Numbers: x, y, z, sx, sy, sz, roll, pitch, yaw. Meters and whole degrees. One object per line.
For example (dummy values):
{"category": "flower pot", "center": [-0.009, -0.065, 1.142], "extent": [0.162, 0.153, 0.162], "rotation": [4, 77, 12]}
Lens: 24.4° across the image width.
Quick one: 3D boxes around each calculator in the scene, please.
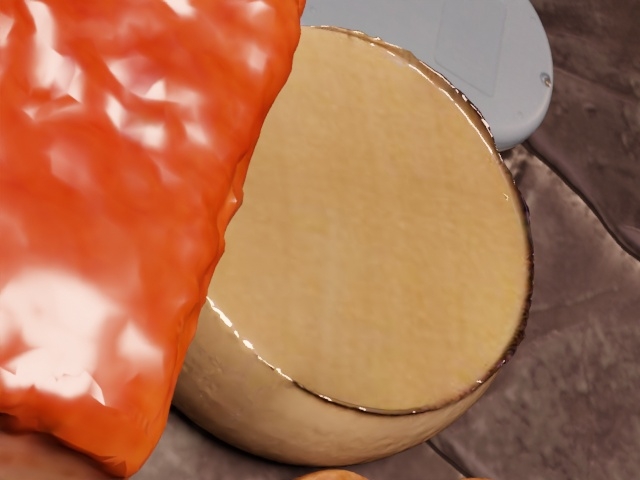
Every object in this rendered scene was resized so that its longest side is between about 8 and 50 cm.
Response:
{"category": "calculator", "center": [0.031, -0.164, 0.965], "extent": [0.303, 0.042, 0.188], "rotation": [28, 55, -24]}

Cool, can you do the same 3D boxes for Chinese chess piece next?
{"category": "Chinese chess piece", "center": [0.000, 0.000, 0.823], "extent": [0.250, 0.103, 0.249], "rotation": [15, 60, -27]}

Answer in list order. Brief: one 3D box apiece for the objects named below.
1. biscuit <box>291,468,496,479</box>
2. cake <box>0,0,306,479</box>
{"category": "biscuit", "center": [0.041, 0.275, 0.747], "extent": [0.205, 0.049, 0.324], "rotation": [10, 61, -28]}
{"category": "cake", "center": [-0.188, -0.013, 0.557], "extent": [0.270, 0.319, 0.269], "rotation": [29, 53, -19]}
